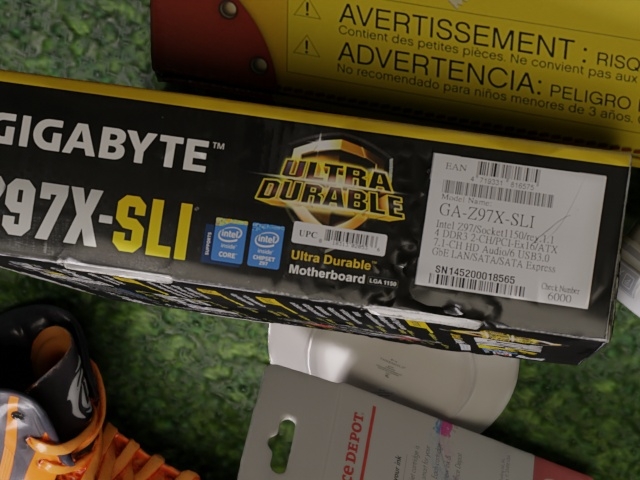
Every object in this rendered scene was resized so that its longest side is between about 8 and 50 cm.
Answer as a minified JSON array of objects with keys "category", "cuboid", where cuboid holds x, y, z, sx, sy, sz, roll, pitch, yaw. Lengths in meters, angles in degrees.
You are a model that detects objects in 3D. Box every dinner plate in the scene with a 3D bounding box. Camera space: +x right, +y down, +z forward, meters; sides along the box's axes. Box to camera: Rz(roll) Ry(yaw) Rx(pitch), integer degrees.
[{"category":"dinner plate","cuboid":[0.039,0.065,1.045,0.141,0.017,0.141,5,121,9]}]

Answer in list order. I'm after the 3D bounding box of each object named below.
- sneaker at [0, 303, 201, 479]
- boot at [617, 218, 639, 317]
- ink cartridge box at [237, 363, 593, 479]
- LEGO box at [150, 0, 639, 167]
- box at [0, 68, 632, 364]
[{"category":"sneaker","cuboid":[-0.112,0.143,1.055,0.321,0.124,0.180,9,121,6]},{"category":"boot","cuboid":[0.265,0.041,0.944,0.258,0.095,0.123,35,97,-29]},{"category":"ink cartridge box","cuboid":[0.043,0.155,1.022,0.198,0.115,0.067,22,132,-7]},{"category":"LEGO box","cuboid":[0.191,-0.221,0.704,0.500,0.193,0.372,12,121,17]},{"category":"box","cuboid":[0.000,0.000,0.850,0.257,0.322,0.079,6,85,7]}]
